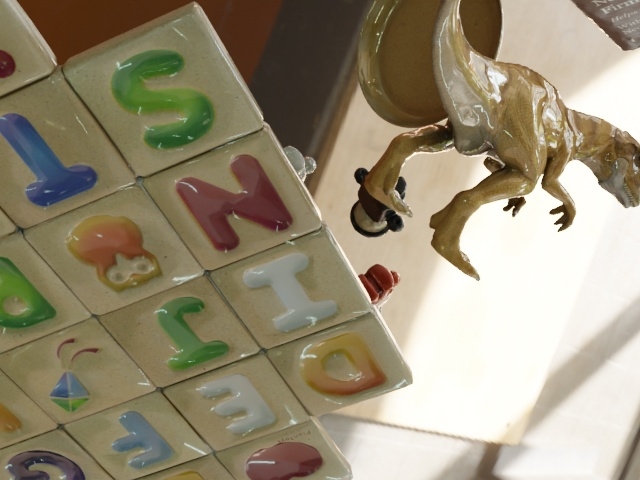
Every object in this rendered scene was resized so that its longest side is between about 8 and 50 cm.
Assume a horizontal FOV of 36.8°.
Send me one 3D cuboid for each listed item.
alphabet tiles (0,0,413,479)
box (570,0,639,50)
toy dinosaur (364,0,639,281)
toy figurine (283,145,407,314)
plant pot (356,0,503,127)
[{"bbox_3d":[-0.128,0.043,0.443,0.285,0.011,0.342,-21,129,12],"label":"alphabet tiles"},{"bbox_3d":[0.244,-0.268,0.686,0.203,0.168,0.167,19,62,-48],"label":"box"},{"bbox_3d":[0.067,-0.050,0.390,0.112,0.064,0.211,-50,144,15],"label":"toy dinosaur"},{"bbox_3d":[0.000,0.000,1.219,0.210,0.148,0.213,9,70,-4],"label":"toy figurine"},{"bbox_3d":[0.147,-0.262,1.274,0.032,0.236,0.236,10,99,-47],"label":"plant pot"}]
